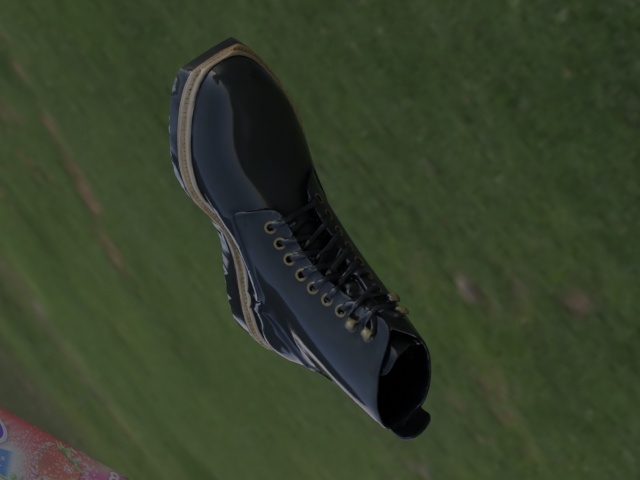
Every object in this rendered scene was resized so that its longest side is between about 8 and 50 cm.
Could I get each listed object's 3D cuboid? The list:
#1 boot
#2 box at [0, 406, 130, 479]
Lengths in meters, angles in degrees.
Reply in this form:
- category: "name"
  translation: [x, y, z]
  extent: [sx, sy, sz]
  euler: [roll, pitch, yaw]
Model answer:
- category: "boot"
  translation: [0.000, 0.000, 0.832]
  extent: [0.137, 0.077, 0.198]
  euler: [36, 155, 45]
- category: "box"
  translation: [-0.302, 0.192, 1.159]
  extent: [0.300, 0.154, 0.142]
  euler: [33, -150, -23]
